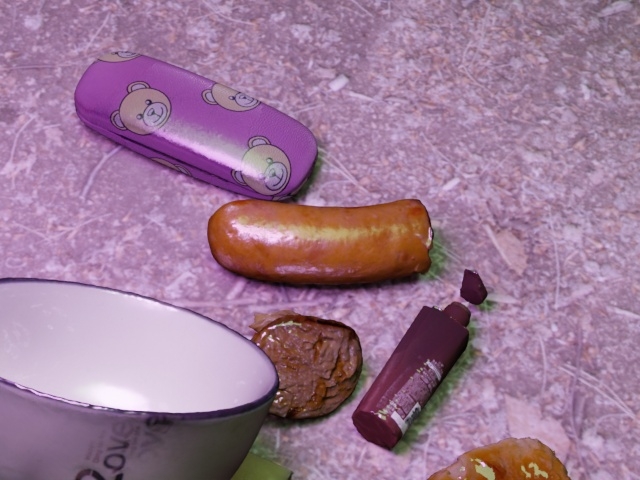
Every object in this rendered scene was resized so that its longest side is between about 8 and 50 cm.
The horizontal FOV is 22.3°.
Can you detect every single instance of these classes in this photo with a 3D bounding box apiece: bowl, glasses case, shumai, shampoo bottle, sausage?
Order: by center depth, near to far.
[{"bbox_3d":[-0.232,0.183,1.626,0.353,0.185,0.354,14,14,-3],"label":"bowl"},{"bbox_3d":[-0.021,0.138,1.859,0.139,0.105,0.123,-2,99,3],"label":"shumai"},{"bbox_3d":[0.122,0.133,1.878,0.067,0.068,0.236,29,56,16],"label":"shampoo bottle"},{"bbox_3d":[0.000,0.002,1.939,0.270,0.109,0.109,1,55,-7],"label":"sausage"},{"bbox_3d":[-0.156,-0.144,2.032,0.316,0.076,0.123,24,55,9],"label":"glasses case"}]

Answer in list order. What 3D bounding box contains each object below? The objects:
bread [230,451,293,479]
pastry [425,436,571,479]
[{"bbox_3d":[-0.132,0.271,1.757,0.178,0.060,0.139,21,56,8],"label":"bread"},{"bbox_3d":[0.197,0.314,1.744,0.229,0.100,0.218,12,55,0],"label":"pastry"}]
